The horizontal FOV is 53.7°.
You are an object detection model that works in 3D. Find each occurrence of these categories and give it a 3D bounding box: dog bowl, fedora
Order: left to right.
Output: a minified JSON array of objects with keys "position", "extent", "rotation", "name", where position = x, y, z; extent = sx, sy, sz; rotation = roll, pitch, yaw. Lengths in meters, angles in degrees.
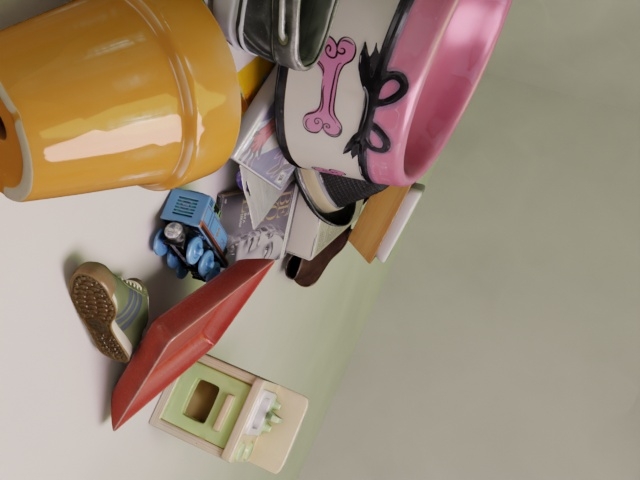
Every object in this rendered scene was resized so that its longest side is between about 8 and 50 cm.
[{"position":[0.058,-0.197,1.199],"extent":[0.334,0.153,0.334],"rotation":[31,55,-59],"name":"fedora"},{"position":[0.114,-0.249,0.787],"extent":[0.408,0.150,0.408],"rotation":[-55,163,-25],"name":"dog bowl"}]

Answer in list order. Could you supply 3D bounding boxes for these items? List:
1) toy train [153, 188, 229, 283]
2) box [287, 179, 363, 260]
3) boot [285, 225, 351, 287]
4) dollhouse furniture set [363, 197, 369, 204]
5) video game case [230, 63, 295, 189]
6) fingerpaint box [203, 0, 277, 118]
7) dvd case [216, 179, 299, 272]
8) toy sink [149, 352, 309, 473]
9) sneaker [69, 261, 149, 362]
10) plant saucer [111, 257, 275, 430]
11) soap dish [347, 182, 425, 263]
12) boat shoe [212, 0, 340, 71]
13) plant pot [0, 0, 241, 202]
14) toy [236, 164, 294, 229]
[{"position":[-0.189,0.000,0.972],"extent":[0.184,0.080,0.105],"rotation":[72,34,-65],"name":"toy train"},{"position":[-0.002,-0.086,1.410],"extent":[0.311,0.121,0.148],"rotation":[-38,145,-62],"name":"box"},{"position":[0.000,0.000,1.575],"extent":[0.248,0.090,0.207],"rotation":[-65,166,-4],"name":"boot"},{"position":[0.138,-0.239,1.634],"extent":[0.201,0.152,0.374],"rotation":[-46,152,-55],"name":"dollhouse furniture set"},{"position":[-0.031,-0.170,0.805],"extent":[0.201,0.023,0.183],"rotation":[-57,164,1],"name":"video game case"},{"position":[-0.034,-0.411,0.703],"extent":[0.445,0.163,0.371],"rotation":[-53,160,-13],"name":"fingerpaint box"},{"position":[-0.122,-0.022,1.179],"extent":[0.221,0.018,0.164],"rotation":[-18,127,-53],"name":"dvd case"},{"position":[-0.161,0.310,1.148],"extent":[0.131,0.234,0.152],"rotation":[61,52,-70],"name":"toy sink"},{"position":[-0.269,0.075,0.832],"extent":[0.192,0.064,0.086],"rotation":[93,16,-47],"name":"sneaker"},{"position":[-0.207,0.145,0.977],"extent":[0.258,0.048,0.259],"rotation":[-39,168,-52],"name":"plant saucer"},{"position":[0.177,-0.074,1.669],"extent":[0.229,0.118,0.291],"rotation":[-63,173,13],"name":"soap dish"},{"position":[0.006,-0.307,0.531],"extent":[0.121,0.119,0.335],"rotation":[-33,148,-49],"name":"boat shoe"},{"position":[-0.209,-0.125,0.571],"extent":[0.188,0.205,0.205],"rotation":[-32,142,-42],"name":"plant pot"},{"position":[-0.107,-0.130,1.106],"extent":[0.237,0.056,0.136],"rotation":[-56,141,-57],"name":"toy"}]
